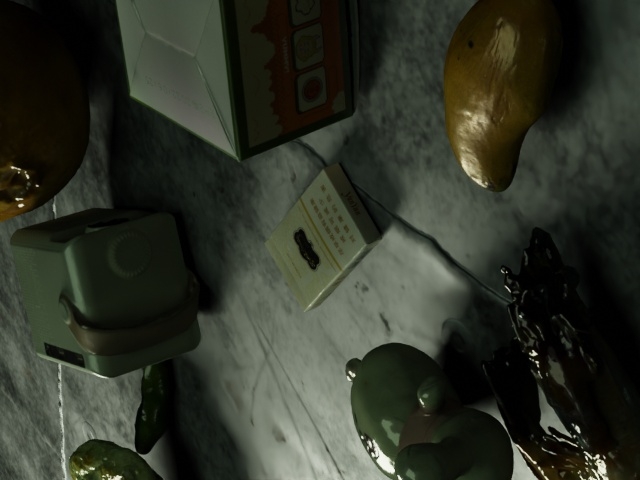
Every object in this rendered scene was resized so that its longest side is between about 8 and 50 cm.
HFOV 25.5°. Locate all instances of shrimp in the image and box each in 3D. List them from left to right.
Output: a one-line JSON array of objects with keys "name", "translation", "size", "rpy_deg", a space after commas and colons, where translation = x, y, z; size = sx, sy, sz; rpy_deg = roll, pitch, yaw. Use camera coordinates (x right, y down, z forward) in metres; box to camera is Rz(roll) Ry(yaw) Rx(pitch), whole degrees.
[{"name": "shrimp", "translation": [0.201, 0.132, 1.181], "size": [0.289, 0.075, 0.178], "rpy_deg": [58, 152, -9]}]

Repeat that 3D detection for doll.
[{"name": "doll", "translation": [0.098, 0.175, 1.295], "size": [0.275, 0.113, 0.154], "rpy_deg": [-128, 18, -70]}]

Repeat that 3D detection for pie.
[{"name": "pie", "translation": [-0.244, 0.388, 1.931], "size": [0.274, 0.105, 0.257], "rpy_deg": [51, 154, 5]}]

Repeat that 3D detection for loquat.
[{"name": "loquat", "translation": [-0.421, -0.158, 1.731], "size": [0.284, 0.276, 0.276], "rpy_deg": [40, 138, 41]}]

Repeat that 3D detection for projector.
[{"name": "projector", "translation": [-0.259, 0.058, 1.723], "size": [0.242, 0.163, 0.177], "rpy_deg": [8, 112, 58]}]

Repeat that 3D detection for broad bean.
[{"name": "broad bean", "translation": [-0.221, 0.205, 1.863], "size": [0.061, 0.046, 0.195], "rpy_deg": [-129, 38, -62]}]

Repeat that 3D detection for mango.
[{"name": "mango", "translation": [0.139, -0.124, 1.105], "size": [0.098, 0.075, 0.190], "rpy_deg": [53, 152, 33]}]

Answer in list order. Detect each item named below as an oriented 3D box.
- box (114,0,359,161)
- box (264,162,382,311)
[{"name": "box", "translation": [-0.080, -0.203, 1.311], "size": [0.195, 0.148, 0.177], "rpy_deg": [31, 136, 44]}, {"name": "box", "translation": [0.000, 0.000, 1.430], "size": [0.090, 0.024, 0.167], "rpy_deg": [60, 147, 13]}]
